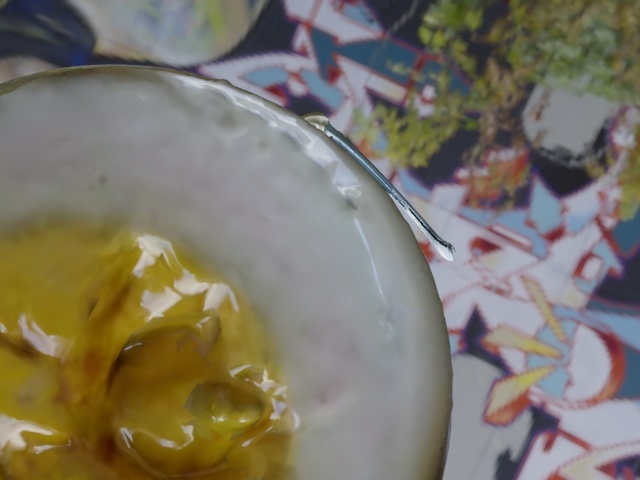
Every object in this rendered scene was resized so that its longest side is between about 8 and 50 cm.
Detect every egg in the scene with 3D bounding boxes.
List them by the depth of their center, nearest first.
[{"bbox_3d":[-0.136,0.086,0.812,0.354,0.355,0.340,21,170,-17],"label":"egg"}]

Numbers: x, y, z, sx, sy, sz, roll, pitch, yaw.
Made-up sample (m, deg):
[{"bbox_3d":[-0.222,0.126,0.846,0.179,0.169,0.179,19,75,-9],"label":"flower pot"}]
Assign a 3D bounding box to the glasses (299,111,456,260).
[{"bbox_3d":[-0.003,-0.021,1.154,0.220,0.189,0.088,29,147,38],"label":"glasses"}]
